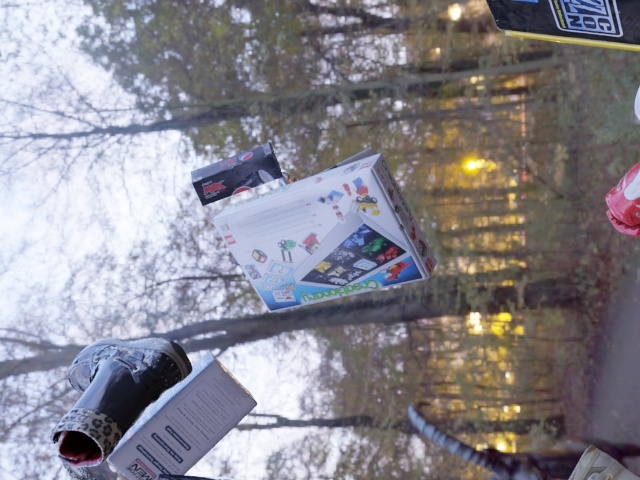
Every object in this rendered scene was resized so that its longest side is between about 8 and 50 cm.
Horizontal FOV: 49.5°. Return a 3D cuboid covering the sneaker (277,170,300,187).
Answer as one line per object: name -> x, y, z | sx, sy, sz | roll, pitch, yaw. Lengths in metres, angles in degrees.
sneaker -> -0.057, -0.075, 1.753 | 0.214, 0.083, 0.084 | 60, -167, -10

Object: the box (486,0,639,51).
box -> 0.196, -0.242, 0.430 | 0.079, 0.257, 0.322 | -61, -37, -8

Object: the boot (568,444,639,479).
boot -> 0.585, 0.583, 1.417 | 0.261, 0.204, 0.095 | -60, -28, -5

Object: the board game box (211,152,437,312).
board game box -> 0.000, 0.000, 1.068 | 0.192, 0.305, 0.053 | 61, -144, -21

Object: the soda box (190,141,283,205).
soda box -> -0.162, -0.128, 1.344 | 0.053, 0.169, 0.060 | -109, -1, -56

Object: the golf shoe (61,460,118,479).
golf shoe -> -0.622, 0.614, 1.879 | 0.176, 0.069, 0.086 | 52, -152, -19

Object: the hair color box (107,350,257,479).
hair color box -> -0.348, 0.464, 1.753 | 0.174, 0.347, 0.105 | 50, 170, -16

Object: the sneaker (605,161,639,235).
sneaker -> 0.442, -0.056, 0.922 | 0.279, 0.118, 0.107 | 8, -133, -53

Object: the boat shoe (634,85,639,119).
boat shoe -> 0.333, -0.156, 0.626 | 0.142, 0.049, 0.040 | 103, 157, -47

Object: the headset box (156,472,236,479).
headset box -> -0.149, 0.517, 1.243 | 0.246, 0.283, 0.131 | 42, -119, -61

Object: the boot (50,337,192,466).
boot -> -0.304, 0.214, 0.931 | 0.178, 0.237, 0.085 | -50, -61, -49

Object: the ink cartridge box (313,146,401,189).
ink cartridge box -> -0.004, -0.053, 1.367 | 0.273, 0.197, 0.114 | -29, -95, -35
